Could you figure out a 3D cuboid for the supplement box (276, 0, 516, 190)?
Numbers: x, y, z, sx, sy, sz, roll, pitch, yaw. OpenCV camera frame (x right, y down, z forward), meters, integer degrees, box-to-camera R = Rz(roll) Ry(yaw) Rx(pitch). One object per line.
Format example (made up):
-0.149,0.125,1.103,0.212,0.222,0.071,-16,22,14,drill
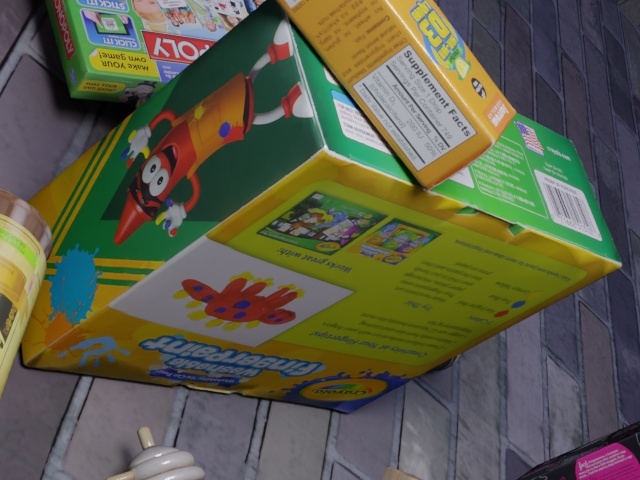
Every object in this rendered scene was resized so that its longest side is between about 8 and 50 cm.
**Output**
0.045,-0.156,0.857,0.233,0.080,0.078,53,34,-10,supplement box

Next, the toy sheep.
-0.134,0.220,0.976,0.091,0.091,0.132,0,66,-54,toy sheep

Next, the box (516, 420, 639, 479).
0.379,0.325,1.427,0.142,0.247,0.163,-12,73,-56,box

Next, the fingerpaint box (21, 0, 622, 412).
0.000,0.000,1.081,0.445,0.371,0.163,16,49,-46,fingerpaint box

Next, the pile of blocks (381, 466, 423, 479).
0.146,0.395,1.141,0.113,0.149,0.362,27,42,-39,pile of blocks

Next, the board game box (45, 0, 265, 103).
-0.145,-0.238,1.262,0.317,0.046,0.213,1,58,-39,board game box

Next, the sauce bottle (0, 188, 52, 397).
-0.287,0.105,0.843,0.111,0.111,0.344,38,35,-28,sauce bottle

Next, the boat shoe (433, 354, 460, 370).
0.115,0.070,1.462,0.065,0.075,0.206,-14,78,-60,boat shoe

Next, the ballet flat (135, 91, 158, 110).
-0.080,-0.046,1.245,0.342,0.124,0.116,20,36,-41,ballet flat
